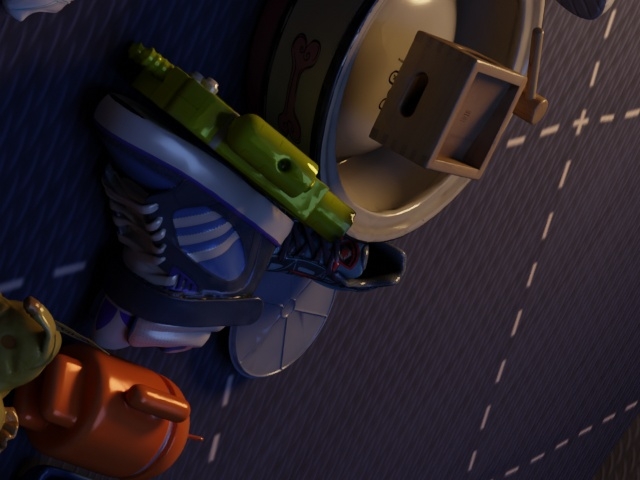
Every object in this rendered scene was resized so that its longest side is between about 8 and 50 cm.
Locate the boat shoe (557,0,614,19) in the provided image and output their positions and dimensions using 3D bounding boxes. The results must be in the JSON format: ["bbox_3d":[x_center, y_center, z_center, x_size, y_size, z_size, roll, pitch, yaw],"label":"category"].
[{"bbox_3d":[0.345,-0.424,2.126,0.119,0.121,0.335,-50,150,-20],"label":"boat shoe"}]

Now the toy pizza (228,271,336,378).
[{"bbox_3d":[-0.051,0.078,2.063,0.201,0.032,0.201,-35,140,-36],"label":"toy pizza"}]

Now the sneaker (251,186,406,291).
[{"bbox_3d":[0.000,0.000,1.944,0.262,0.125,0.104,13,86,-44],"label":"sneaker"}]

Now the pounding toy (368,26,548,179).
[{"bbox_3d":[0.167,-0.168,1.820,0.206,0.094,0.181,8,110,-58],"label":"pounding toy"}]

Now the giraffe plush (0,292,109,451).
[{"bbox_3d":[-0.324,0.127,1.521,0.170,0.210,0.181,-58,152,-14],"label":"giraffe plush"}]

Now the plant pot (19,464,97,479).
[{"bbox_3d":[-0.260,0.392,1.853,0.236,0.212,0.236,-58,150,-2],"label":"plant pot"}]

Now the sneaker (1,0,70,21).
[{"bbox_3d":[-0.232,-0.245,1.514,0.152,0.054,0.061,-26,151,-40],"label":"sneaker"}]

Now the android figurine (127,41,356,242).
[{"bbox_3d":[-0.086,-0.104,1.668,0.273,0.248,0.056,40,88,-19],"label":"android figurine"}]

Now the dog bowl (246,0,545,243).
[{"bbox_3d":[0.080,-0.209,1.897,0.408,0.150,0.408,-37,143,-34],"label":"dog bowl"}]

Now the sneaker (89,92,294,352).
[{"bbox_3d":[-0.179,0.010,1.726,0.236,0.130,0.323,-53,144,0],"label":"sneaker"}]

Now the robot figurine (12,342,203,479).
[{"bbox_3d":[-0.231,0.187,1.783,0.158,0.128,0.219,-47,137,14],"label":"robot figurine"}]
